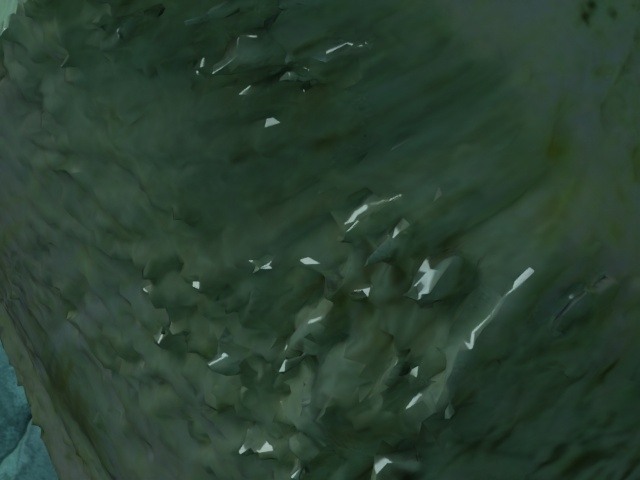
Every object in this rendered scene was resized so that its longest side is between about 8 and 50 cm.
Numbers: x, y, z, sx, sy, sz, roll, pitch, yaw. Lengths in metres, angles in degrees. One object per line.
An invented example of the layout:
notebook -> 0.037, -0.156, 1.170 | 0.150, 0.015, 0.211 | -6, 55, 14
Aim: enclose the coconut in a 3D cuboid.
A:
coconut -> 0.040, -0.027, 0.502 | 0.297, 0.297, 0.309 | -48, 5, -25
